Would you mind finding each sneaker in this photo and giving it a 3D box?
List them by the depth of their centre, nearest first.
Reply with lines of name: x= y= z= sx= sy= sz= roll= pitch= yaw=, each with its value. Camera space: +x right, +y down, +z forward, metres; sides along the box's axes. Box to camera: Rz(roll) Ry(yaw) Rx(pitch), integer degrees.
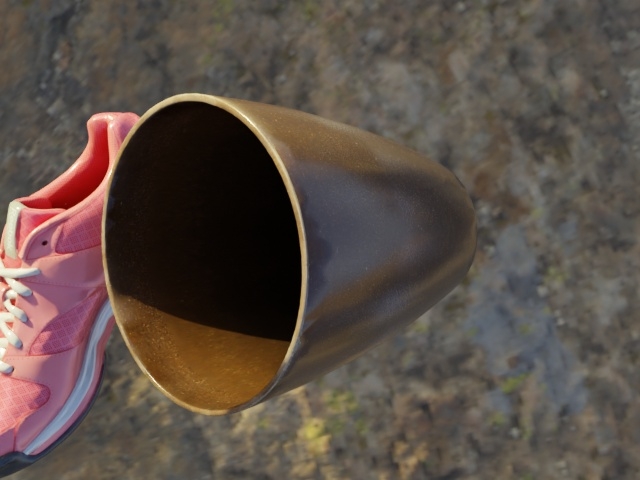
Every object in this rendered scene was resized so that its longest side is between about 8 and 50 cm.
sneaker: x=-0.212 y=0.033 z=1.064 sx=0.314 sy=0.116 sz=0.136 roll=-55 pitch=134 yaw=-12

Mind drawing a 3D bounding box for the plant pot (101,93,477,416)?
plant pot: x=0.000 y=0.000 z=1.002 sx=0.230 sy=0.215 sz=0.215 roll=-7 pitch=79 yaw=-43
